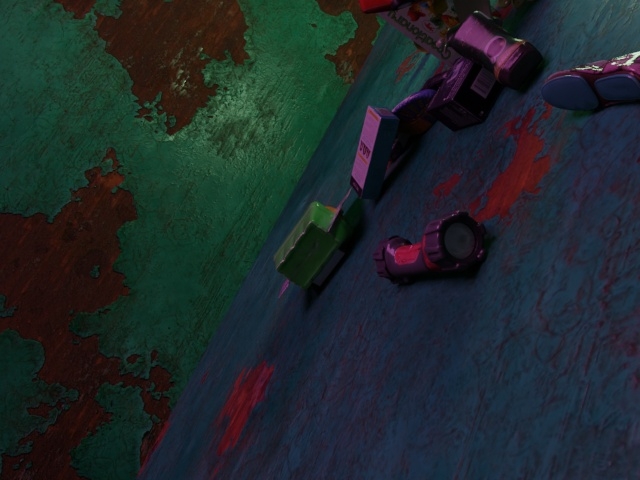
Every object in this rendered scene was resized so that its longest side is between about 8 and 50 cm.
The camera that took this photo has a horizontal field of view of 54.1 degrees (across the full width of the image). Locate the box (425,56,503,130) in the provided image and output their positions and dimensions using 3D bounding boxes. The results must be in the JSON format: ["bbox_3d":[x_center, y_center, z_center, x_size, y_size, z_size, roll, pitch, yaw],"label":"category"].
[{"bbox_3d":[0.344,-0.351,1.454,0.156,0.093,0.158,-59,11,-5],"label":"box"}]

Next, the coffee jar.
[{"bbox_3d":[0.368,-0.395,1.306,0.096,0.079,0.184,-52,55,17],"label":"coffee jar"}]

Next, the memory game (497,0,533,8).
[{"bbox_3d":[0.490,-0.666,1.543,0.012,0.186,0.186,-3,-38,-48],"label":"memory game"}]

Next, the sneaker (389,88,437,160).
[{"bbox_3d":[0.246,-0.356,1.797,0.296,0.112,0.131,-40,21,53],"label":"sneaker"}]

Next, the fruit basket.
[{"bbox_3d":[0.000,0.000,1.897,0.327,0.165,0.353,-53,-2,18],"label":"fruit basket"}]

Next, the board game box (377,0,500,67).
[{"bbox_3d":[0.319,-0.640,1.744,0.193,0.305,0.053,-52,16,27],"label":"board game box"}]

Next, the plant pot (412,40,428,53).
[{"bbox_3d":[0.389,-0.731,2.253,0.079,0.083,0.083,-48,10,-15],"label":"plant pot"}]

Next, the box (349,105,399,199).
[{"bbox_3d":[0.149,-0.245,1.759,0.100,0.060,0.244,-118,35,-54],"label":"box"}]

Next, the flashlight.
[{"bbox_3d":[0.185,0.015,1.159,0.103,0.103,0.304,-62,14,-13],"label":"flashlight"}]

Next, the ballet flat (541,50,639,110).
[{"bbox_3d":[0.429,-0.243,0.941,0.079,0.077,0.221,-41,15,-8],"label":"ballet flat"}]

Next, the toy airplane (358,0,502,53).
[{"bbox_3d":[0.326,-0.671,1.539,0.272,0.384,0.386,-58,-7,-81],"label":"toy airplane"}]

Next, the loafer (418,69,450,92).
[{"bbox_3d":[0.329,-0.432,1.738,0.223,0.076,0.078,159,133,-76],"label":"loafer"}]
